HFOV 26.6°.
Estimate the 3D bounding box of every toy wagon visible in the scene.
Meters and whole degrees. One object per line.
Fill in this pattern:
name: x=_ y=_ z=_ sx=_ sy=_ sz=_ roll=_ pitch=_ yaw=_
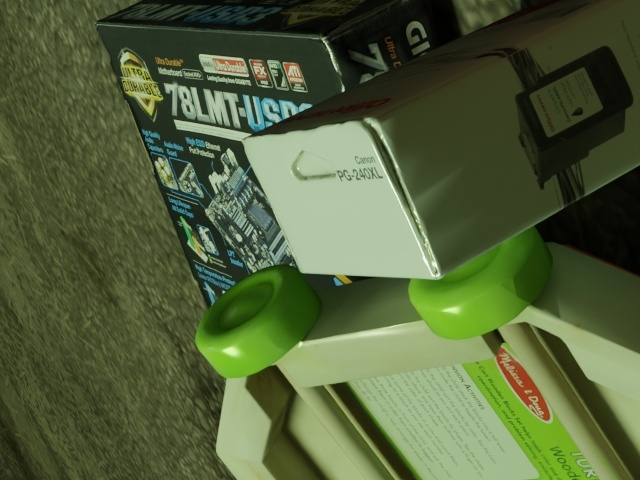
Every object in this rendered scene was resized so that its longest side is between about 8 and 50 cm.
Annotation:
toy wagon: x=0.113 y=0.103 z=0.581 sx=0.344 sy=0.068 sz=0.267 roll=-14 pitch=122 yaw=39

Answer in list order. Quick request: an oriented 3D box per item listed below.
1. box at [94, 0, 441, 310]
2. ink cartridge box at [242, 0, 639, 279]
box: x=0.000 y=0.000 z=0.783 sx=0.295 sy=0.073 sz=0.293 roll=16 pitch=129 yaw=58
ink cartridge box: x=0.062 y=-0.043 z=0.519 sx=0.109 sy=0.150 sz=0.063 roll=-1 pitch=115 yaw=63
